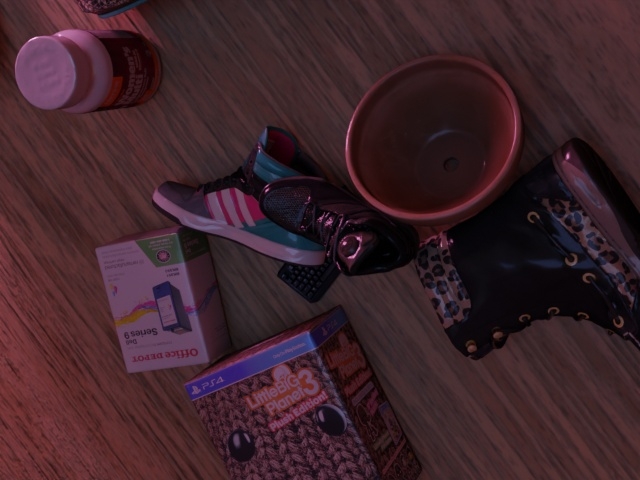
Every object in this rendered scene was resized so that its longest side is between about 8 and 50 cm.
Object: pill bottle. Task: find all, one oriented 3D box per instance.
[{"bbox_3d":[-0.337,-0.249,1.393,0.121,0.221,0.121,4,103,19],"label":"pill bottle"}]

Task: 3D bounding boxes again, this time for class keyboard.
[{"bbox_3d":[0.000,0.000,1.430,0.108,0.023,0.180,41,111,8],"label":"keyboard"}]

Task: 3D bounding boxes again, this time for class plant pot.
[{"bbox_3d":[0.162,-0.121,1.275,0.237,0.110,0.237,-8,70,22],"label":"plant pot"}]

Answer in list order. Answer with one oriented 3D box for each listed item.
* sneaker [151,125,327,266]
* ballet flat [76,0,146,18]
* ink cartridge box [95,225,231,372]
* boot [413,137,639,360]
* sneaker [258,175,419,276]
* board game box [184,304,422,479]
[{"bbox_3d":[-0.109,-0.087,1.399,0.296,0.124,0.178,19,103,21],"label":"sneaker"},{"bbox_3d":[-0.170,-0.440,1.308,0.483,0.164,0.182,-7,132,24],"label":"ballet flat"},{"bbox_3d":[-0.246,0.092,1.504,0.154,0.093,0.212,-9,100,21],"label":"ink cartridge box"},{"bbox_3d":[0.322,0.086,1.269,0.284,0.138,0.377,-30,97,27],"label":"boot"},{"bbox_3d":[0.017,-0.021,1.256,0.228,0.130,0.087,25,103,8],"label":"sneaker"},{"bbox_3d":[-0.024,0.284,1.435,0.232,0.141,0.291,-26,92,23],"label":"board game box"}]
